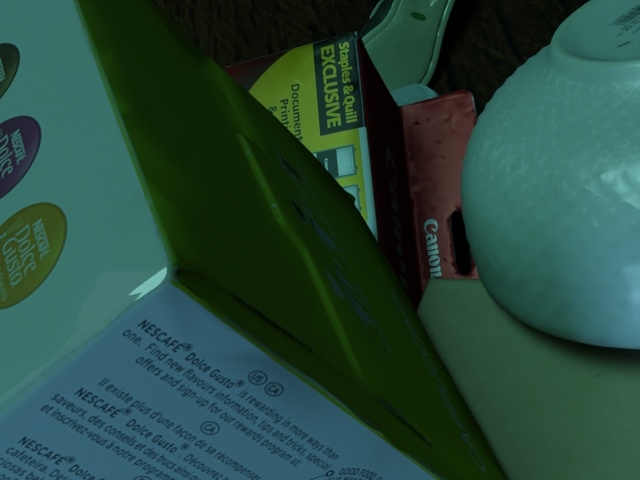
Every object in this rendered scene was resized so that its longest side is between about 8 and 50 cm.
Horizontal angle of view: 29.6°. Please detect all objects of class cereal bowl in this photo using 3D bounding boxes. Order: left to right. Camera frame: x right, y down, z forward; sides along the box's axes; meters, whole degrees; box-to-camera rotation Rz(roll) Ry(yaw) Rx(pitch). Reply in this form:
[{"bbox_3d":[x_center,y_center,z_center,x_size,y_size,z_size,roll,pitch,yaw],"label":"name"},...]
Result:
[{"bbox_3d":[0.241,-0.084,0.760,0.339,0.141,0.339,-19,25,10],"label":"cereal bowl"}]

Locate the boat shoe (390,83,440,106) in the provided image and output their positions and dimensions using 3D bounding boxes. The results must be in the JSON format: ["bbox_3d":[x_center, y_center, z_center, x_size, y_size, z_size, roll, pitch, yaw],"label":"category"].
[{"bbox_3d":[0.025,-0.078,1.172,0.226,0.076,0.083,-15,59,24],"label":"boat shoe"}]

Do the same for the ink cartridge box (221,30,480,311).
[{"bbox_3d":[0.000,0.000,0.994,0.272,0.130,0.309,-13,62,15],"label":"ink cartridge box"}]

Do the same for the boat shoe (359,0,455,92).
[{"bbox_3d":[0.081,-0.202,1.250,0.233,0.084,0.079,-64,5,-13],"label":"boat shoe"}]

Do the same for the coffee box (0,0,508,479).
[{"bbox_3d":[-0.138,0.086,0.690,0.334,0.338,0.337,-38,43,11],"label":"coffee box"}]

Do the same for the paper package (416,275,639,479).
[{"bbox_3d":[0.178,0.186,0.736,0.325,0.168,0.309,0,56,42],"label":"paper package"}]
